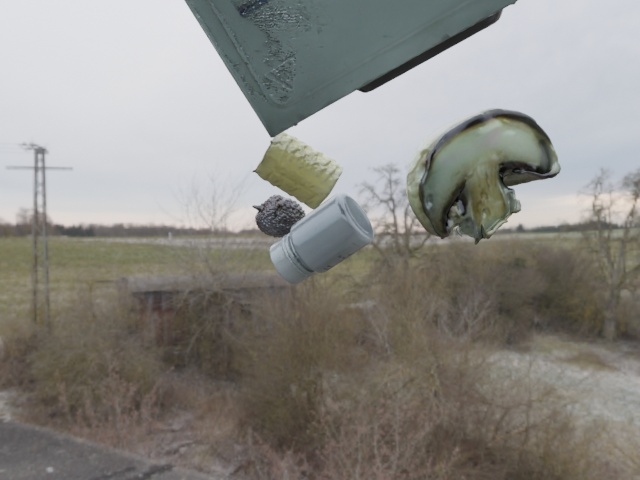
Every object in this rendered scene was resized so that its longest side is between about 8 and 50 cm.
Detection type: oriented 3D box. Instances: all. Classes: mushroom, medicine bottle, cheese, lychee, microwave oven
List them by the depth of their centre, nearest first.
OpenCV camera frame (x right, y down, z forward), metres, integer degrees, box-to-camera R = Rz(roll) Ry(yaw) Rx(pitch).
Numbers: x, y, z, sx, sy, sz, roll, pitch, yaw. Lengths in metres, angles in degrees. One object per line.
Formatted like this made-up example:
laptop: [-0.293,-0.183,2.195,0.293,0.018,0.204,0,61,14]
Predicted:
microwave oven: [0.027,-0.283,0.596,0.295,0.237,0.181,-27,25,14]
medicine bottle: [0.000,0.000,0.793,0.130,0.080,0.080,-33,-15,22]
lychee: [-0.062,-0.036,0.867,0.083,0.068,0.067,22,23,-2]
mushroom: [0.245,-0.119,0.994,0.267,0.189,0.164,-40,16,-12]
cheese: [-0.048,-0.154,1.258,0.167,0.123,0.094,30,29,-10]
